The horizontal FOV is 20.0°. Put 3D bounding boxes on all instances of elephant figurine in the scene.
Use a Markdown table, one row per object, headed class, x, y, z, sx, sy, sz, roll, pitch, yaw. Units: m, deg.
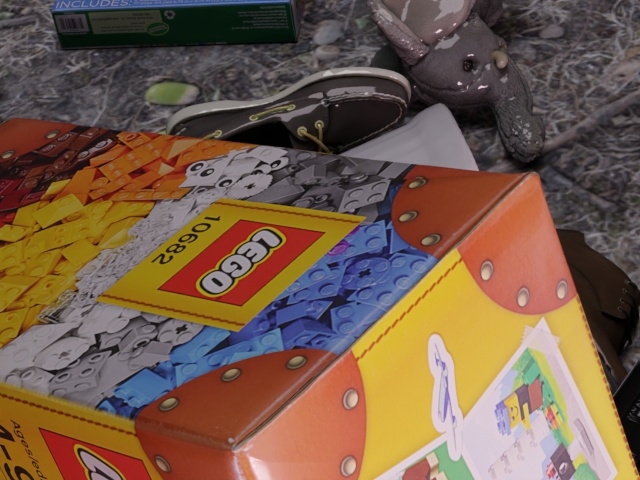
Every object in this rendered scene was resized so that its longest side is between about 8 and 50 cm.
| class | x | y | z | sx | sy | sz | roll | pitch | yaw |
| --- | --- | --- | --- | --- | --- | --- | --- | --- | --- |
| elephant figurine | 0.111 | -0.193 | 1.670 | 0.186 | 0.169 | 0.239 | -13 | 49 | 42 |

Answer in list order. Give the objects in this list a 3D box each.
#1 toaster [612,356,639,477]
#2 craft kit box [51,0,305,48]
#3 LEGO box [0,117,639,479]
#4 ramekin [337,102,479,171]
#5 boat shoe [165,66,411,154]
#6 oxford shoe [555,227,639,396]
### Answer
| class | x | y | z | sx | sy | sz | roll | pitch | yaw |
| --- | --- | --- | --- | --- | --- | --- | --- | --- | --- |
| toaster | 0.265 | 0.181 | 1.235 | 0.185 | 0.110 | 0.168 | 18 | 49 | 29 |
| craft kit box | -0.131 | -0.294 | 1.892 | 0.249 | 0.061 | 0.247 | 0 | 45 | 11 |
| LEGO box | -0.014 | 0.204 | 0.912 | 0.372 | 0.500 | 0.193 | 9 | 41 | 45 |
| ramekin | 0.070 | 0.053 | 1.303 | 0.135 | 0.277 | 0.277 | -19 | 41 | 1 |
| boat shoe | -0.026 | -0.094 | 1.630 | 0.227 | 0.081 | 0.069 | -13 | 44 | 7 |
| oxford shoe | 0.212 | 0.060 | 1.406 | 0.096 | 0.083 | 0.227 | -11 | 42 | -7 |
